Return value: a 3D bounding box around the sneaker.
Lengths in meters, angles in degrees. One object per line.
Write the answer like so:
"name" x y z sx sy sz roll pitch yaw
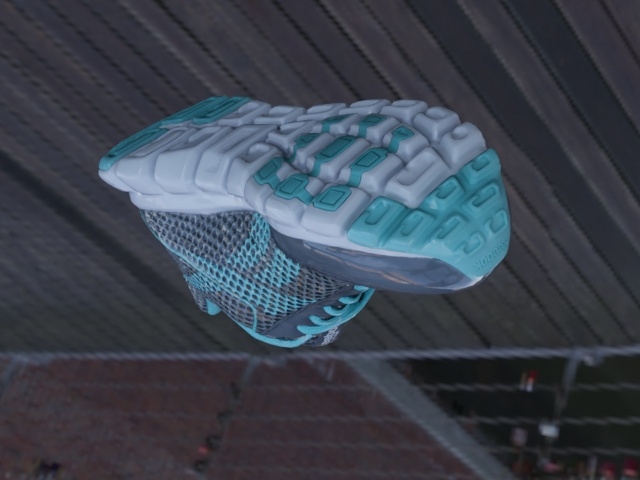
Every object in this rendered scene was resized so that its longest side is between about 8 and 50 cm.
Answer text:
"sneaker" 0.000 0.000 0.385 0.166 0.065 0.076 15 133 54
